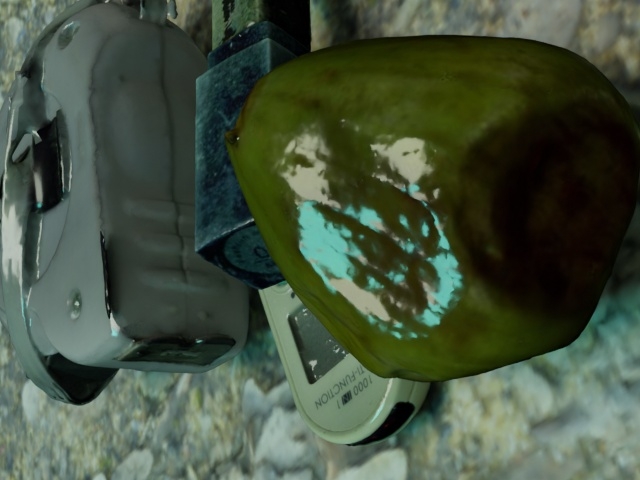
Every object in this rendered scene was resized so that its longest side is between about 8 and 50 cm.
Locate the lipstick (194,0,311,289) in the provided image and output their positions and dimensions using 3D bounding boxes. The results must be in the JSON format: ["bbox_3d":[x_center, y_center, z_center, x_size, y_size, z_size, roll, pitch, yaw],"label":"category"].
[{"bbox_3d":[-0.030,-0.123,0.764,0.051,0.051,0.312,-28,49,32],"label":"lipstick"}]

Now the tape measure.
[{"bbox_3d":[-0.128,-0.020,0.865,0.197,0.120,0.236,-34,56,49],"label":"tape measure"}]

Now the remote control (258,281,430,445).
[{"bbox_3d":[0.000,0.000,0.756,0.078,0.042,0.221,-41,55,33],"label":"remote control"}]

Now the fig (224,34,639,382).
[{"bbox_3d":[0.043,-0.018,0.622,0.166,0.154,0.144,27,65,16],"label":"fig"}]
